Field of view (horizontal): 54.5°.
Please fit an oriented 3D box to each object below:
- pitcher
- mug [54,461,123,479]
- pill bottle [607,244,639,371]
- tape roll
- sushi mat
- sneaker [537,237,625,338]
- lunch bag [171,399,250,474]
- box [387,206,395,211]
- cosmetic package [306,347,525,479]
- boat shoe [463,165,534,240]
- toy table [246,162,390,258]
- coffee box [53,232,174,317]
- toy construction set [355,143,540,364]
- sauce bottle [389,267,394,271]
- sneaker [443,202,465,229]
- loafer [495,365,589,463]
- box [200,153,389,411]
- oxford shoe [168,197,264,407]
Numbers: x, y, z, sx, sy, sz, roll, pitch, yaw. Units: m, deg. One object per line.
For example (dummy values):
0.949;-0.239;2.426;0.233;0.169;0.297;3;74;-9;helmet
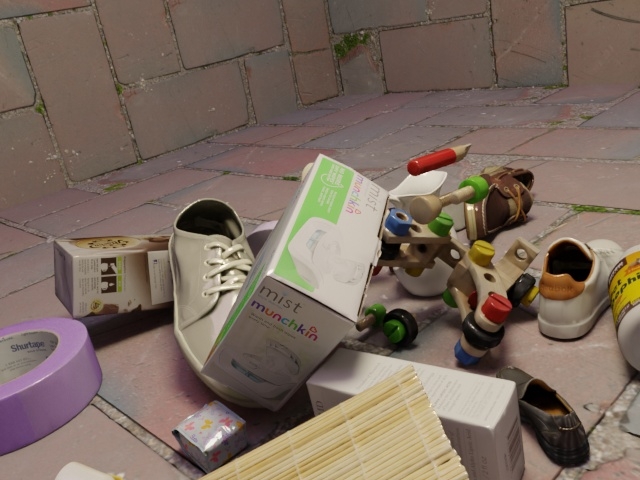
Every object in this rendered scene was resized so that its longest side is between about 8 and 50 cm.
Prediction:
0.161;-0.001;1.094;0.177;0.207;0.125;-24;24;-29;pitcher
-0.275;0.298;0.750;0.064;0.062;0.078;4;31;16;mug
0.459;0.084;0.847;0.117;0.117;0.215;-3;22;21;pill bottle
-0.503;0.229;1.004;0.274;0.090;0.275;-10;20;4;tape roll
-0.019;0.251;0.620;0.316;0.019;0.151;-29;39;2;sushi mat
0.424;0.037;0.985;0.105;0.123;0.290;2;23;36;sneaker
-0.144;0.252;0.812;0.083;0.053;0.071;22;40;40;lunch bag
0.224;-0.059;1.468;0.162;0.029;0.116;-11;21;-1;box
0.105;0.207;0.710;0.231;0.117;0.085;2;26;35;cosmetic package
0.396;-0.092;1.346;0.123;0.123;0.342;-1;17;28;boat shoe
0.000;0.000;1.176;0.274;0.252;0.161;14;48;32;toy table
-0.348;0.059;1.217;0.297;0.119;0.168;-4;13;-33;coffee box
0.219;0.005;0.956;0.257;0.309;0.237;19;30;40;toy construction set
0.196;0.036;1.213;0.128;0.042;0.042;-7;21;15;sauce bottle
0.244;-0.049;1.375;0.212;0.080;0.094;-23;14;-24;sneaker
0.262;0.190;0.748;0.062;0.061;0.170;-16;20;-10;loafer
-0.026;0.056;0.850;0.126;0.231;0.262;29;42;-7;box
-0.156;0.078;1.007;0.169;0.130;0.449;3;35;-27;oxford shoe
